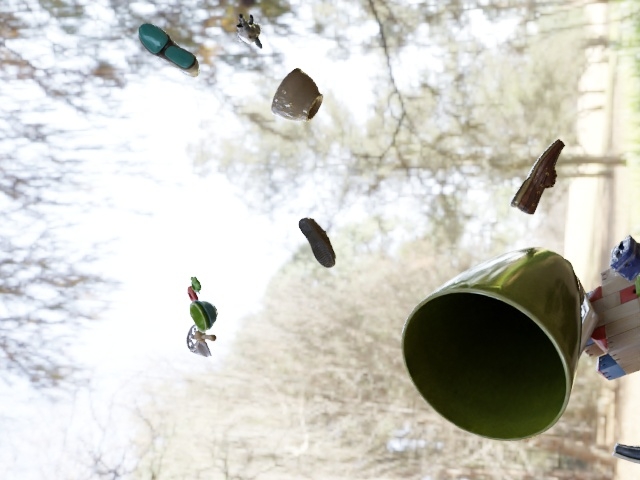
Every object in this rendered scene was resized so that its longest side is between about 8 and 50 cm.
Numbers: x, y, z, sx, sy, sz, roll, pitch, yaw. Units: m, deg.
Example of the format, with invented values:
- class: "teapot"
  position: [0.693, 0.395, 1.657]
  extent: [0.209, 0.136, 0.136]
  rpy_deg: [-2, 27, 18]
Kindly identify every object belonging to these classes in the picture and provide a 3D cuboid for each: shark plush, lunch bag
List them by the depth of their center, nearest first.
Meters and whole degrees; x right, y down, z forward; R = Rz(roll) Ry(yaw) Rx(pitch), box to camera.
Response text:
- class: "lunch bag"
  position: [0.669, 0.037, 1.906]
  extent: [0.067, 0.065, 0.098]
  rpy_deg: [-53, 0, 33]
- class: "shark plush"
  position: [-0.195, -0.563, 2.291]
  extent: [0.067, 0.073, 0.161]
  rpy_deg: [-66, -24, -1]

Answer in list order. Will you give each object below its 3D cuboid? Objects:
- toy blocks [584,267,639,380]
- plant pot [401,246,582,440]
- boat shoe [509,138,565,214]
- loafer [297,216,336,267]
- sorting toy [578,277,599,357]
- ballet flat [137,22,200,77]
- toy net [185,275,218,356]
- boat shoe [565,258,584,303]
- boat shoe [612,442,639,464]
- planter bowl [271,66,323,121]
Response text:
- class: "toy blocks"
  position: [0.765, 0.205, 2.243]
  extent: [0.191, 0.261, 0.381]
  rpy_deg: [43, -143, -25]
- class: "plant pot"
  position: [0.321, 0.132, 1.448]
  extent: [0.293, 0.274, 0.275]
  rpy_deg: [-40, -49, -48]
- class: "boat shoe"
  position: [0.470, -0.133, 1.850]
  extent: [0.178, 0.060, 0.064]
  rpy_deg: [-56, -8, -5]
- class: "loafer"
  position: [0.000, 0.000, 2.202]
  extent: [0.148, 0.056, 0.050]
  rpy_deg: [61, -143, -8]
- class: "sorting toy"
  position: [0.630, 0.266, 2.267]
  extent: [0.229, 0.041, 0.307]
  rpy_deg: [-89, 16, -67]
- class: "ballet flat"
  position: [-0.315, -0.388, 1.810]
  extent: [0.057, 0.168, 0.052]
  rpy_deg: [-46, -21, -8]
- class: "toy net"
  position: [-0.268, 0.178, 1.865]
  extent: [0.045, 0.122, 0.232]
  rpy_deg: [-26, -25, -30]
- class: "boat shoe"
  position: [0.488, 0.159, 1.927]
  extent: [0.341, 0.121, 0.110]
  rpy_deg: [-46, -54, -49]
- class: "boat shoe"
  position: [0.751, 0.448, 1.859]
  extent: [0.095, 0.254, 0.079]
  rpy_deg: [9, -98, -49]
- class: "planter bowl"
  position: [-0.059, -0.425, 2.638]
  extent: [0.162, 0.109, 0.162]
  rpy_deg: [-54, -13, -18]
